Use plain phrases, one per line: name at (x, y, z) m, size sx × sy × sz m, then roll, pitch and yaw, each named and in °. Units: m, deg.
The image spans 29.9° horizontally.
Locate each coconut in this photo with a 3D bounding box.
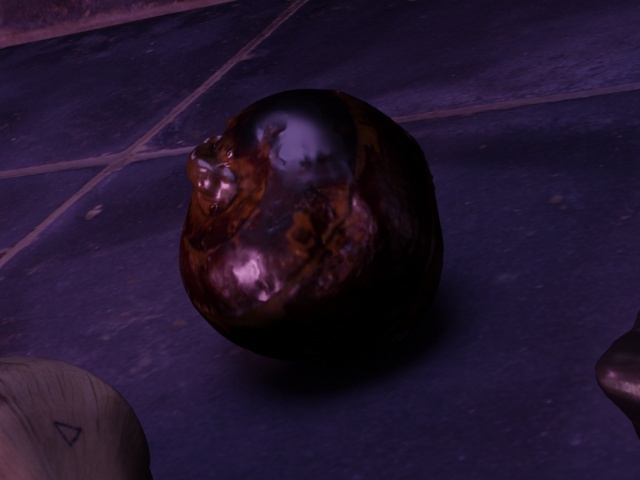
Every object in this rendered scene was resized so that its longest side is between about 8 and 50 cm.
coconut at (-0.192, 0.167, 0.703) m, size 0.224 × 0.224 × 0.224 m, roll -15°, pitch 23°, yaw 7°

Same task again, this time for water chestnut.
water chestnut at (0.000, 0.000, 0.964) m, size 0.223 × 0.238 × 0.224 m, roll -16°, pitch 61°, yaw 31°

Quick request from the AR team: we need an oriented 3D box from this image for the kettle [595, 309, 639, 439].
kettle at (0.317, 0.078, 0.557) m, size 0.321 × 0.228 × 0.324 m, roll -1°, pitch 8°, yaw -33°
